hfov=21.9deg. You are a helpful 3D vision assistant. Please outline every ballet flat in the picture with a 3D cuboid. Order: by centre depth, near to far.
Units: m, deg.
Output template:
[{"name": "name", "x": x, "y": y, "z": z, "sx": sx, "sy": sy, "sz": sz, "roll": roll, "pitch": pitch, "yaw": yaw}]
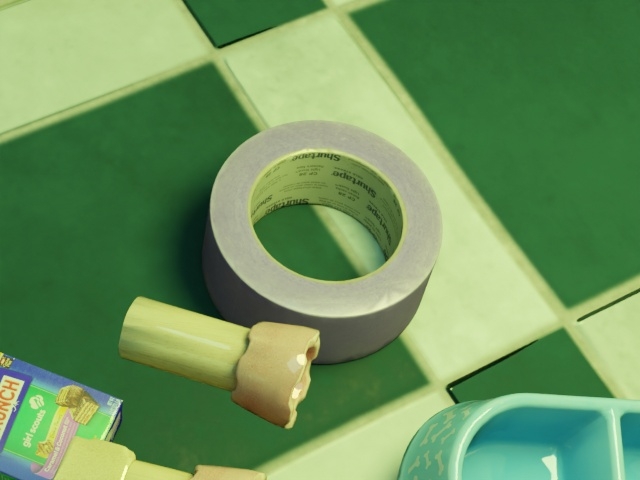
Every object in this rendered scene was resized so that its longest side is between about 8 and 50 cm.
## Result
[{"name": "ballet flat", "x": 0.101, "y": 0.190, "z": 1.269, "sx": 0.173, "sy": 0.057, "sz": 0.049, "roll": -32, "pitch": 27, "yaw": -27}]

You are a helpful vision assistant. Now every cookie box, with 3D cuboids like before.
[{"name": "cookie box", "x": -0.215, "y": 0.144, "z": 1.240, "sx": 0.107, "sy": 0.040, "sz": 0.092, "roll": 20, "pitch": 57, "yaw": 5}]

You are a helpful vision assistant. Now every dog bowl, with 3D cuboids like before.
[{"name": "dog bowl", "x": 0.207, "y": 0.192, "z": 1.228, "sx": 0.297, "sy": 0.074, "sz": 0.166, "roll": 5, "pitch": 68, "yaw": -16}]

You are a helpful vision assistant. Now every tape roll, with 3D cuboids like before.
[{"name": "tape roll", "x": 0.000, "y": 0.000, "z": 1.346, "sx": 0.189, "sy": 0.080, "sz": 0.189, "roll": 5, "pitch": 58, "yaw": -7}]

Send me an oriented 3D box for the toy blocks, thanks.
[{"name": "toy blocks", "x": -0.042, "y": 0.249, "z": 1.054, "sx": 0.260, "sy": 0.288, "sz": 0.309, "roll": 16, "pitch": 53, "yaw": 8}]
